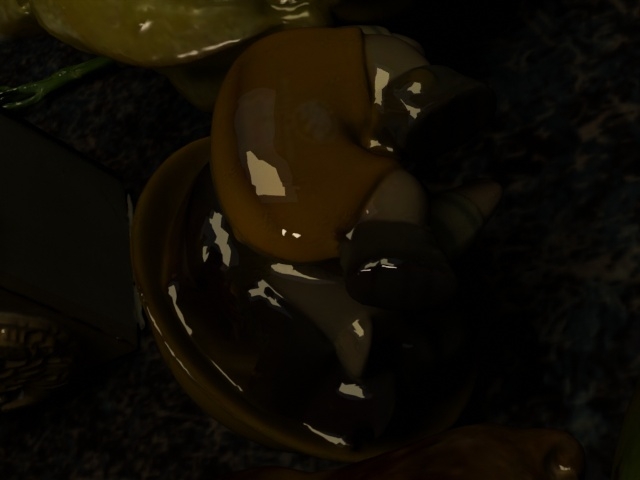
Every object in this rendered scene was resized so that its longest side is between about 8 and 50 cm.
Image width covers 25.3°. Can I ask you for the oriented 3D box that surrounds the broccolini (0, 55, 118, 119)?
[{"bbox_3d":[-0.197,-0.108,0.985,0.140,0.035,0.030,-18,63,25],"label":"broccolini"}]

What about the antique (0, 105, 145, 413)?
[{"bbox_3d":[-0.206,0.020,0.858,0.152,0.147,0.148,-23,58,25],"label":"antique"}]

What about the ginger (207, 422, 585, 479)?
[{"bbox_3d":[-0.078,0.224,0.612,0.418,0.176,0.254,-24,21,27],"label":"ginger"}]

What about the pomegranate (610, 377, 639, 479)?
[{"bbox_3d":[0.180,0.126,0.482,0.306,0.242,0.242,-45,51,8],"label":"pomegranate"}]

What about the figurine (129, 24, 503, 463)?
[{"bbox_3d":[-0.005,0.001,0.663,0.167,0.257,0.192,-8,62,-2],"label":"figurine"}]

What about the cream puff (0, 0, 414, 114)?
[{"bbox_3d":[-0.038,-0.214,0.762,0.378,0.378,0.275,-40,81,12],"label":"cream puff"}]
